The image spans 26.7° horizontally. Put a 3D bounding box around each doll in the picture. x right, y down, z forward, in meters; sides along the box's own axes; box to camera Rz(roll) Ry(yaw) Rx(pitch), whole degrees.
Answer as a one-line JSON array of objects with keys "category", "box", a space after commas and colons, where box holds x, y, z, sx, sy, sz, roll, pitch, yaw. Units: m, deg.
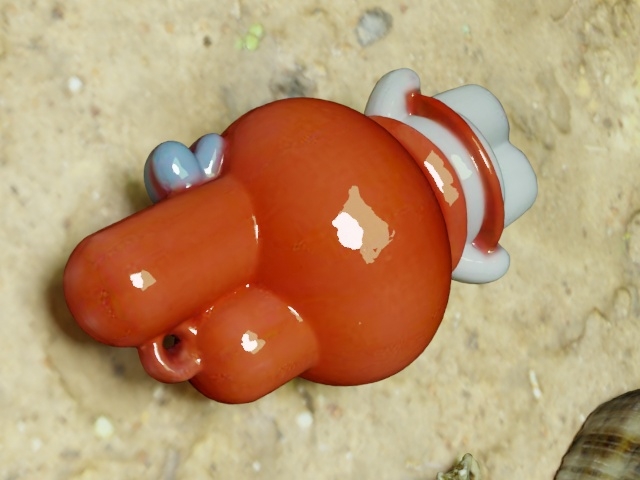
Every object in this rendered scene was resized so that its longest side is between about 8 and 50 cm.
[{"category": "doll", "box": [0.000, 0.000, 0.712, 0.290, 0.130, 0.161, -28, 96, -36]}]

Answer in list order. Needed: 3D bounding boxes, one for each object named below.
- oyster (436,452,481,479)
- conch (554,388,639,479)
[{"category": "oyster", "box": [0.056, 0.189, 0.745, 0.122, 0.045, 0.146, 10, 76, -40]}, {"category": "conch", "box": [0.285, 0.185, 0.858, 0.291, 0.159, 0.210, -1, 77, -38]}]
